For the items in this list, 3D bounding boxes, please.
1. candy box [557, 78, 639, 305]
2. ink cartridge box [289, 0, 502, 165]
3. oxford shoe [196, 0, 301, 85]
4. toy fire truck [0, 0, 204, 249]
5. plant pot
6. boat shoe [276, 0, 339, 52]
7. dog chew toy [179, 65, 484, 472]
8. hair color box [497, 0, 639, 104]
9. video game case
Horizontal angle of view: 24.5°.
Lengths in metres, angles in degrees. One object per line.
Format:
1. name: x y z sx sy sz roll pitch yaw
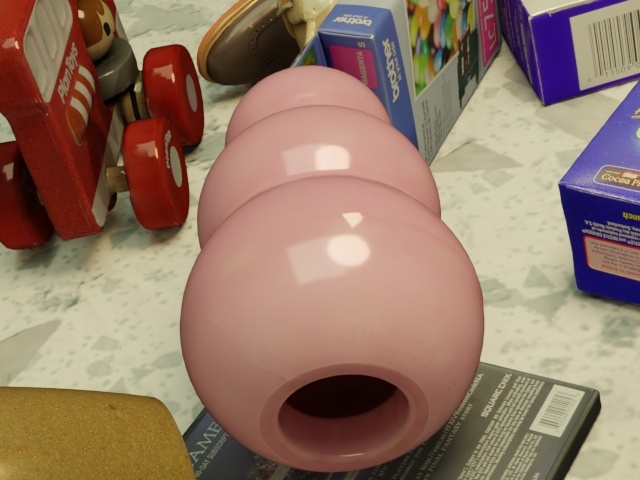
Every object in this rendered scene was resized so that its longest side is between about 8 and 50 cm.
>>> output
1. candy box: 0.378 -0.068 1.138 0.268 0.122 0.317 16 48 34
2. ink cartridge box: 0.077 -0.165 1.303 0.065 0.185 0.311 12 46 27
3. oxford shoe: 0.010 -0.211 1.461 0.271 0.097 0.098 -24 46 -11
4. toy fire truck: -0.222 -0.151 1.328 0.169 0.254 0.302 -8 39 9
5. plant pot: -0.213 0.191 0.954 0.254 0.237 0.237 -12 35 -21
6. boat shoe: 0.010 -0.227 1.380 0.110 0.121 0.341 12 69 7
7. dog chew toy: 0.000 0.000 1.054 0.207 0.206 0.331 -12 44 4
8. hair color box: 0.252 -0.284 1.461 0.185 0.110 0.339 -16 36 0
9. video game case: 0.037 0.149 1.059 0.274 0.026 0.196 11 45 30
